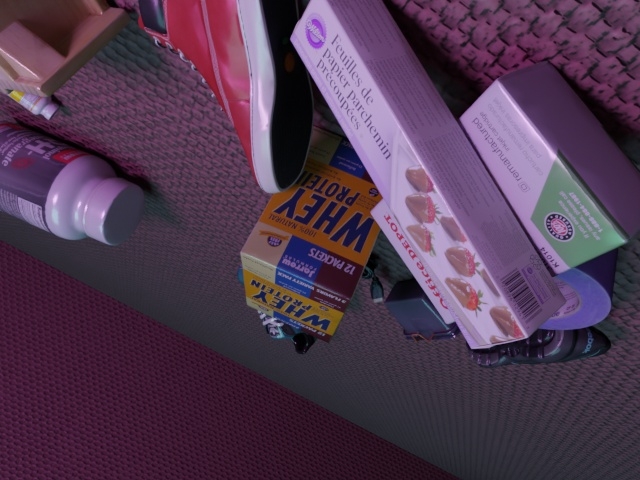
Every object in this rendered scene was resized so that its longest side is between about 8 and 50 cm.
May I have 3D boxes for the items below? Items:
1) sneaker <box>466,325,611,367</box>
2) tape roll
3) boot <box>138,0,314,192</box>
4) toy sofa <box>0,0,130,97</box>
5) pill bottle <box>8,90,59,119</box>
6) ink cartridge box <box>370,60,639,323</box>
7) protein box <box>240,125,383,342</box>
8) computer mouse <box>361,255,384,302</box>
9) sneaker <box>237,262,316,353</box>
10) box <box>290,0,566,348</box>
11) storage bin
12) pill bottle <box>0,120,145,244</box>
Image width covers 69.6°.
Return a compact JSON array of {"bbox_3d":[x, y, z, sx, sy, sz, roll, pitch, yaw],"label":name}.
[{"bbox_3d":[0.336,0.166,0.751,0.106,0.101,0.267,10,168,-13],"label":"sneaker"},{"bbox_3d":[0.270,0.036,0.595,0.188,0.080,0.189,20,152,11],"label":"tape roll"},{"bbox_3d":[-0.105,-0.173,0.493,0.176,0.088,0.244,13,128,26],"label":"boot"},{"bbox_3d":[-0.372,-0.324,0.423,0.177,0.150,0.363,17,153,28],"label":"toy sofa"},{"bbox_3d":[-0.497,-0.247,0.791,0.083,0.043,0.043,40,151,-26],"label":"pill bottle"},{"bbox_3d":[0.168,-0.030,0.450,0.160,0.092,0.219,57,147,11],"label":"ink cartridge box"},{"bbox_3d":[0.000,0.000,0.627,0.135,0.201,0.200,23,154,5],"label":"protein box"},{"bbox_3d":[0.044,0.086,0.914,0.184,0.060,0.262,20,142,20],"label":"computer mouse"},{"bbox_3d":[-0.100,0.172,1.119,0.108,0.121,0.302,-5,140,45],"label":"sneaker"},{"bbox_3d":[0.086,-0.067,0.394,0.324,0.067,0.063,60,148,6],"label":"box"},{"bbox_3d":[0.181,0.123,0.827,0.091,0.098,0.135,45,149,-15],"label":"storage bin"},{"bbox_3d":[-0.529,-0.107,0.925,0.318,0.176,0.176,22,154,7],"label":"pill bottle"}]
